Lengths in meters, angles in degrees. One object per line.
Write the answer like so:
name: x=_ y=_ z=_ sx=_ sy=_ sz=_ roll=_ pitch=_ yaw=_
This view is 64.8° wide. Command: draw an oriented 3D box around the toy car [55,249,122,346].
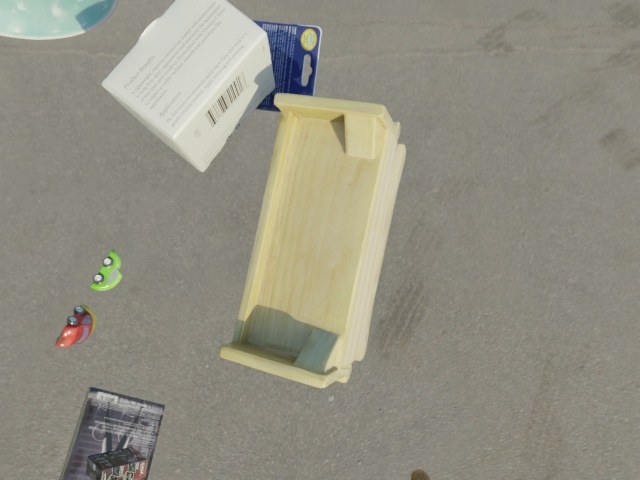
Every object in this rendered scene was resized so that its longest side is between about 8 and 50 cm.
toy car: x=-0.491 y=0.128 z=1.106 sx=0.053 sy=0.239 sz=0.224 roll=29 pitch=73 yaw=-16

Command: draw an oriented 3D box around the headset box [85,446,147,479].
headset box: x=-0.332 y=0.372 z=0.832 sx=0.062 sy=0.083 sz=0.032 roll=5 pitch=88 yaw=45

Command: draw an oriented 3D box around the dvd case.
dvd case: x=-0.395 y=0.408 z=0.957 sx=0.165 sy=0.018 sz=0.221 roll=31 pitch=52 yaw=-37

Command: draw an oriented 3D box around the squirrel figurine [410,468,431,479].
squirrel figurine: x=0.195 y=0.623 z=0.924 sx=0.397 sy=0.370 sz=0.281 roll=-12 pitch=24 yaw=24

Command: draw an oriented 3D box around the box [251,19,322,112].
box: x=-0.113 y=-0.280 z=0.807 sx=0.226 sy=0.036 sz=0.136 roll=9 pitch=101 yaw=8

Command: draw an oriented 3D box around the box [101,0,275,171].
box: x=-0.167 y=-0.214 z=0.695 sx=0.119 sy=0.182 sz=0.181 roll=39 pitch=85 yaw=2

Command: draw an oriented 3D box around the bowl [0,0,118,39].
bowl: x=-0.433 y=-0.432 z=0.670 sx=0.312 sy=0.311 sz=0.163 roll=-4 pitch=77 yaw=-5

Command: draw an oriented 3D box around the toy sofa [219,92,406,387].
toy sofa: x=0.000 y=0.000 z=0.689 sx=0.150 sy=0.177 sz=0.362 roll=11 pitch=89 yaw=19
